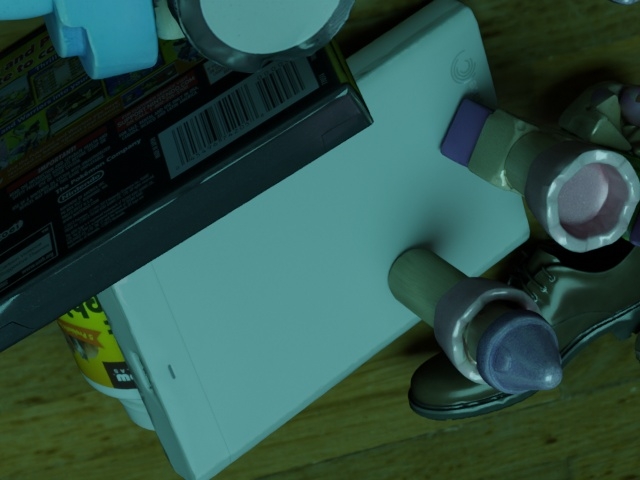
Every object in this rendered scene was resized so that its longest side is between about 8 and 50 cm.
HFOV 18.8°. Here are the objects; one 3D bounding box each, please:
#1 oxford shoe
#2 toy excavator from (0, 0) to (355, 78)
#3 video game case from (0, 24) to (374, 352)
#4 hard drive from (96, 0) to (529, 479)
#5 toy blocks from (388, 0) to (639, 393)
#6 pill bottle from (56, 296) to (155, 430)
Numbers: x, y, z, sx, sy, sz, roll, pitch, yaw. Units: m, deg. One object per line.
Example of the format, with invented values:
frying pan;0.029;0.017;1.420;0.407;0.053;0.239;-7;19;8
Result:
oxford shoe;0.154;0.049;1.424;0.227;0.083;0.096;-33;123;-6
toy excavator;-0.233;-0.263;0.993;0.445;0.222;0.433;-15;125;-11
video game case;-0.119;-0.073;1.158;0.275;0.248;0.035;-32;127;8
hard drive;0.000;0.000;1.289;0.307;0.040;0.203;-35;129;-21
toy blocks;0.246;-0.023;1.237;0.288;0.260;0.309;15;101;-28
pill bottle;-0.127;0.024;1.304;0.117;0.117;0.215;-20;126;-1
